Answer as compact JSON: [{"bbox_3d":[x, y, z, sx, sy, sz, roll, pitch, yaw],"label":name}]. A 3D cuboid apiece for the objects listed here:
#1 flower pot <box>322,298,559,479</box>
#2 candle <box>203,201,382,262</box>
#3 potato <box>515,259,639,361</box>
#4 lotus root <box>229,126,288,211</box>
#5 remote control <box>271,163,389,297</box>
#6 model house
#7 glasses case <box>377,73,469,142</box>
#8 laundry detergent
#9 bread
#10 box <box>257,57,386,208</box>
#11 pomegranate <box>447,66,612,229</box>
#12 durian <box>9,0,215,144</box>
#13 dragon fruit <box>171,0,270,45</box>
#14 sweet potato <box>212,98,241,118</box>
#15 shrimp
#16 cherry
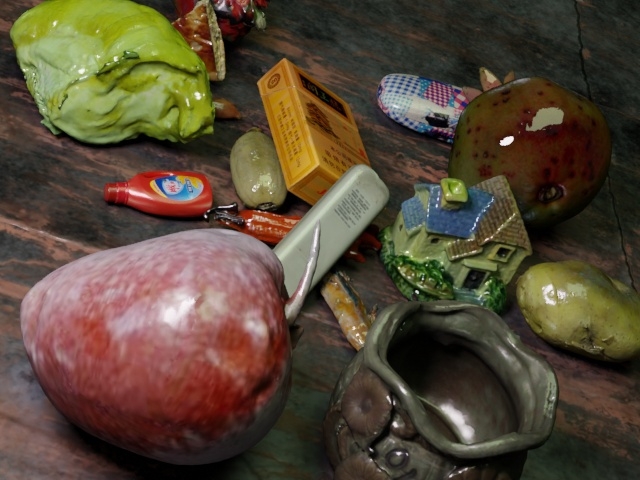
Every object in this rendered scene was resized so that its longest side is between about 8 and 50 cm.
[{"bbox_3d":[0.151,0.238,1.459,0.301,0.213,0.302,14,41,-13],"label":"flower pot"},{"bbox_3d":[-0.040,-0.018,1.752,0.301,0.059,0.084,11,31,-20],"label":"candle"},{"bbox_3d":[0.435,0.120,1.790,0.248,0.143,0.169,22,36,-18],"label":"potato"},{"bbox_3d":[-0.103,-0.124,1.815,0.090,0.077,0.183,9,45,-20],"label":"lotus root"},{"bbox_3d":[0.000,0.001,1.681,0.090,0.038,0.309,48,62,-13],"label":"remote control"},{"bbox_3d":[0.224,-0.005,1.776,0.214,0.189,0.195,13,40,-16],"label":"model house"},{"bbox_3d":[0.264,-0.241,2.128,0.327,0.076,0.125,16,40,-13],"label":"glasses case"},{"bbox_3d":[-0.254,-0.076,1.711,0.165,0.049,0.097,3,39,-23],"label":"laundry detergent"},{"bbox_3d":[-0.213,-0.343,1.969,0.136,0.154,0.054,56,39,-6],"label":"bread"},{"bbox_3d":[-0.002,-0.163,1.858,0.174,0.076,0.274,32,30,-41],"label":"box"},{"bbox_3d":[0.347,-0.161,1.975,0.290,0.291,0.323,-1,20,-28],"label":"pomegranate"},{"bbox_3d":[-0.343,-0.283,1.771,0.255,0.204,0.340,-20,56,-26],"label":"durian"},{"bbox_3d":[-0.192,-0.445,2.048,0.182,0.188,0.182,22,59,-42],"label":"dragon fruit"},{"bbox_3d":[-0.181,-0.230,1.920,0.095,0.034,0.034,9,43,-23],"label":"sweet potato"},{"bbox_3d":[0.079,0.098,1.698,0.152,0.046,0.219,-12,52,-36],"label":"shrimp"},{"bbox_3d":[-0.175,0.126,1.356,0.334,0.292,0.326,-4,-3,27],"label":"cherry"}]
